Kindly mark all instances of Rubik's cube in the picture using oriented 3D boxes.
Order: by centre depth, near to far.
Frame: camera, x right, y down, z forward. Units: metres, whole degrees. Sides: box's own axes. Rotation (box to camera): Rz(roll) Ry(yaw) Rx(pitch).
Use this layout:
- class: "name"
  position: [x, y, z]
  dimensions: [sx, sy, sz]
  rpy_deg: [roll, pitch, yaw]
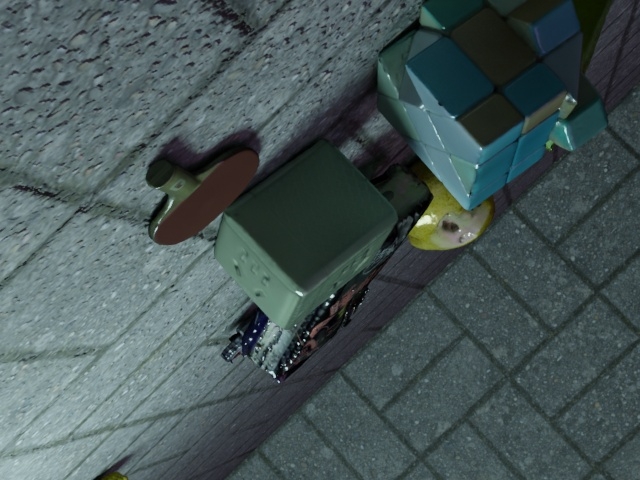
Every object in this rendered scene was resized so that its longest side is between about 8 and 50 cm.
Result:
- class: "Rubik's cube"
  position: [0.202, -0.174, 1.230]
  dimensions: [0.213, 0.224, 0.265]
  rpy_deg: [-36, 164, -11]

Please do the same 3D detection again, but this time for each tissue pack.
- class: "tissue pack"
  position: [0.019, 0.043, 1.635]
  dimensions: [0.245, 0.123, 0.332]
  rpy_deg: [-40, 167, -42]

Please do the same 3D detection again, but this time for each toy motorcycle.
- class: "toy motorcycle"
  position: [-0.076, 0.139, 1.806]
  dimensions: [0.122, 0.080, 0.215]
  rpy_deg: [-48, 169, 34]

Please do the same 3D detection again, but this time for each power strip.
- class: "power strip"
  position: [0.001, -0.022, 1.300]
  dimensions: [0.224, 0.139, 0.140]
  rpy_deg: [-38, 168, -23]

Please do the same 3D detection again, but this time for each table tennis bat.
- class: "table tennis bat"
  position: [-0.124, -0.050, 1.072]
  dimensions: [0.138, 0.022, 0.246]
  rpy_deg: [-44, 171, 2]

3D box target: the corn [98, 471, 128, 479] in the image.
- class: "corn"
  position: [-0.433, 0.498, 1.890]
  dimensions: [0.248, 0.081, 0.081]
  rpy_deg: [-34, 166, -43]

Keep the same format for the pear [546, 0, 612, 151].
- class: "pear"
  position: [0.336, -0.289, 1.542]
  dimensions: [0.239, 0.139, 0.288]
  rpy_deg: [-57, 167, -8]

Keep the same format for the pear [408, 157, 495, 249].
- class: "pear"
  position: [0.201, -0.064, 1.809]
  dimensions: [0.178, 0.178, 0.178]
  rpy_deg: [-42, 169, -10]
